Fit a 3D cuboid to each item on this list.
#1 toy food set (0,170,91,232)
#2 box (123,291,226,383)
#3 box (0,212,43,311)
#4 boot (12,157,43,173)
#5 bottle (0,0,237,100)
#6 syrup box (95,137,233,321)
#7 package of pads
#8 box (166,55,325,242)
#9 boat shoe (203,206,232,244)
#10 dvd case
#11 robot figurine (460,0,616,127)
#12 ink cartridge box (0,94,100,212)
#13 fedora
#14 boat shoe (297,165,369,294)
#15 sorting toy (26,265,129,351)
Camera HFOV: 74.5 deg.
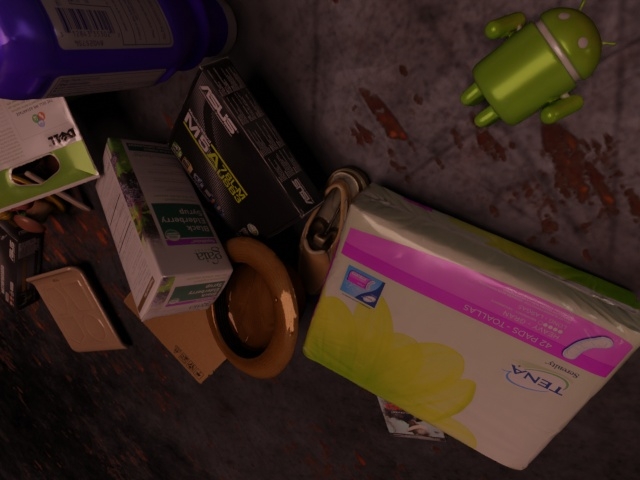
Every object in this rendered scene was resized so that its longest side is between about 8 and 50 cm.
[{"bbox_3d":[-0.538,-0.060,0.747,0.218,0.071,0.128,3,153,28],"label":"toy food set"},{"bbox_3d":[-0.221,0.123,0.711,0.201,0.021,0.164,46,111,3],"label":"box"},{"bbox_3d":[-0.695,0.019,0.913,0.183,0.056,0.231,37,124,7],"label":"box"},{"bbox_3d":[-0.548,-0.241,0.701,0.209,0.076,0.189,35,110,1],"label":"boot"},{"bbox_3d":[-0.189,-0.206,0.398,0.092,0.283,0.118,-27,99,34],"label":"bottle"},{"bbox_3d":[-0.214,-0.021,0.559,0.096,0.093,0.236,-53,57,35],"label":"syrup box"},{"bbox_3d":[0.142,0.100,0.474,0.297,0.101,0.229,25,122,13],"label":"package of pads"},{"bbox_3d":[-0.103,-0.088,0.520,0.190,0.045,0.184,57,149,-6],"label":"box"},{"bbox_3d":[-0.154,0.042,0.631,0.075,0.065,0.206,-25,99,35],"label":"boat shoe"},{"bbox_3d":[0.126,0.235,0.606,0.087,0.013,0.119,-9,109,31],"label":"dvd case"},{"bbox_3d":[0.181,-0.146,0.362,0.115,0.067,0.101,-34,83,35],"label":"robot figurine"},{"bbox_3d":[-0.411,-0.190,0.595,0.189,0.097,0.255,-16,102,12],"label":"ink cartridge box"},{"bbox_3d":[-0.077,0.084,0.562,0.195,0.079,0.194,10,105,40],"label":"fedora"},{"bbox_3d":[0.000,0.000,0.524,0.068,0.072,0.189,24,123,14],"label":"boat shoe"},{"bbox_3d":[-0.510,0.149,0.894,0.193,0.038,0.208,-12,111,32],"label":"sorting toy"}]
